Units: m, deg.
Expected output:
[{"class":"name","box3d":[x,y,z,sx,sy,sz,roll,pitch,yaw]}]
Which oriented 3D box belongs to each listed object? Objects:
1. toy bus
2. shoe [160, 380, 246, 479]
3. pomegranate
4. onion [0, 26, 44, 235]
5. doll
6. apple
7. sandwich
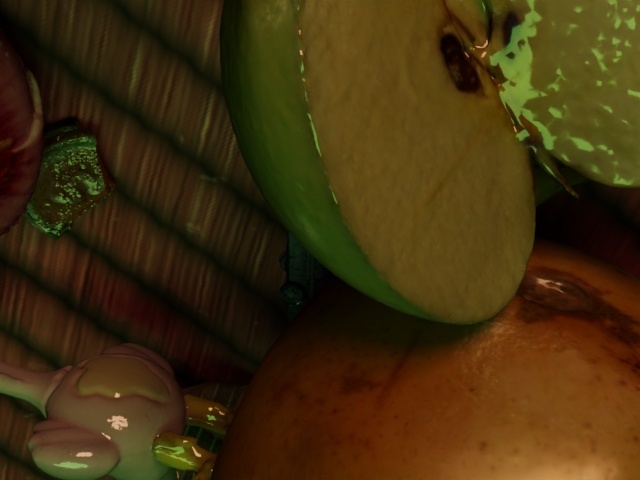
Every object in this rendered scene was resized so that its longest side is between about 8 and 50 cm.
[{"class":"toy bus","box3d":[0.000,0.000,0.956,0.065,0.047,0.165,1,128,-1]},{"class":"shoe","box3d":[-0.094,0.287,1.106,0.198,0.172,0.351,-11,117,30]},{"class":"pomegranate","box3d":[0.128,0.196,0.868,0.417,0.416,0.416,2,127,3]},{"class":"onion","box3d":[-0.301,-0.067,0.850,0.230,0.163,0.230,-7,116,-14]},{"class":"doll","box3d":[-0.230,0.097,0.953,0.365,0.160,0.094,26,122,5]},{"class":"apple","box3d":[0.082,-0.116,0.738,0.295,0.233,0.257,-37,108,-3]},{"class":"sandwich","box3d":[-0.194,-0.046,0.950,0.069,0.026,0.101,39,120,-21]}]
